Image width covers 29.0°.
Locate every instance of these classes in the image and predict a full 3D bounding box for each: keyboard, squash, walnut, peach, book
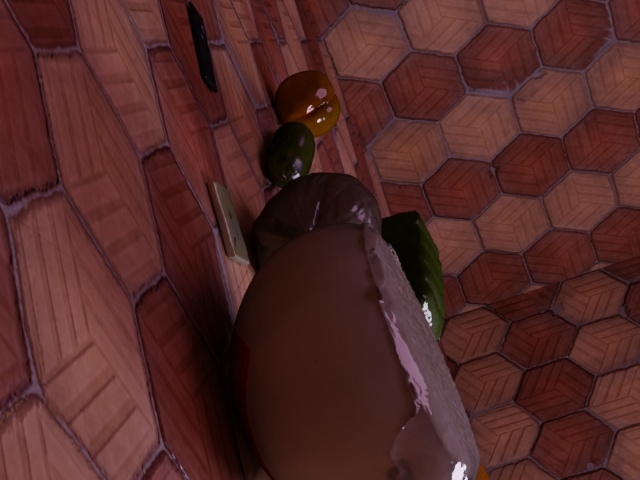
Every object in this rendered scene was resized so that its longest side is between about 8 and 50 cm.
[{"bbox_3d":[-0.184,-0.300,1.923,0.053,0.010,0.155,56,17,-57],"label":"keyboard"},{"bbox_3d":[-0.051,-0.166,2.240,0.331,0.087,0.087,-84,154,-74],"label":"squash"},{"bbox_3d":[0.000,0.000,1.842,0.224,0.224,0.224,-19,90,-82],"label":"walnut"},{"bbox_3d":[-0.026,-0.269,2.473,0.138,0.138,0.138,-19,90,-82],"label":"peach"},{"bbox_3d":[-0.124,-0.023,1.688,0.077,0.014,0.111,37,35,-75],"label":"book"}]

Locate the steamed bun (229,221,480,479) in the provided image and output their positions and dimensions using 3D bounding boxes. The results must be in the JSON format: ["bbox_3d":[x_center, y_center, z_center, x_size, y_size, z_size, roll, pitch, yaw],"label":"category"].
[{"bbox_3d":[0.025,0.171,1.445,0.374,0.241,0.374,-23,90,-79],"label":"steamed bun"}]

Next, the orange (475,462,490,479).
[{"bbox_3d":[0.116,0.363,1.652,0.240,0.240,0.240,-19,90,-82],"label":"orange"}]

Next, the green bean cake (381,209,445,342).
[{"bbox_3d":[0.084,0.084,1.976,0.248,0.222,0.125,-92,159,-49],"label":"green bean cake"}]
